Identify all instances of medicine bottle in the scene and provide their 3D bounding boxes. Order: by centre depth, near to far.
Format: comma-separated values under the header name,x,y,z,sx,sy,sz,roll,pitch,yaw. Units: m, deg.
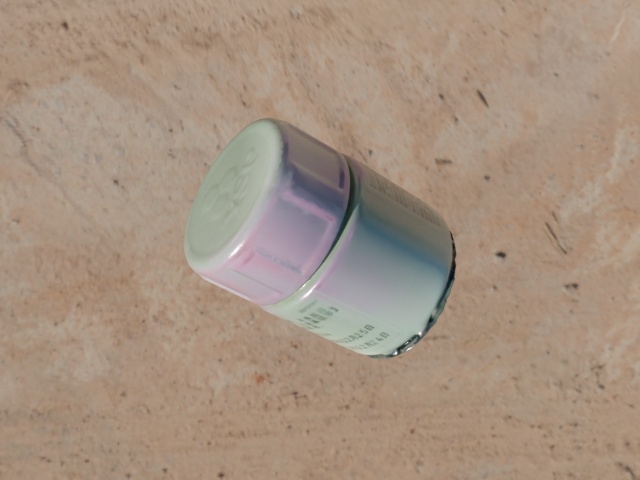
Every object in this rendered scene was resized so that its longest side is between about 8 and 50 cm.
name,x,y,z,sx,sy,sz,roll,pitch,yaw
medicine bottle,0.000,0.000,0.575,0.169,0.135,0.135,28,112,-31
